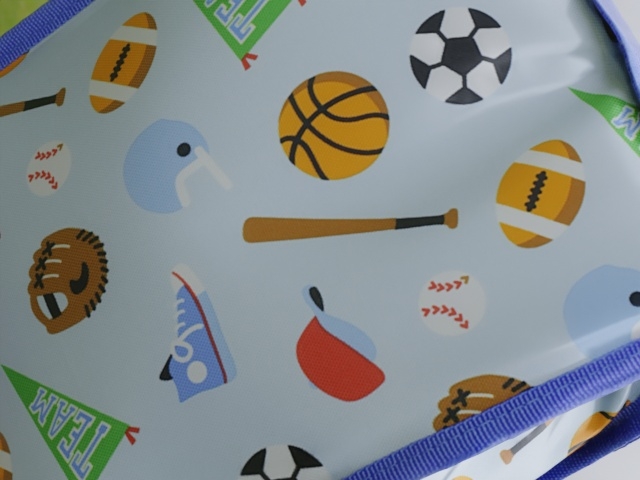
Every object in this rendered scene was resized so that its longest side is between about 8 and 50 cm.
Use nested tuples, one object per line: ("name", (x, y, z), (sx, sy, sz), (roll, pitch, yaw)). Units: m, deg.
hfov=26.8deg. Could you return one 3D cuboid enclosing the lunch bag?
("lunch bag", (0.000, 0.000, 0.703), (0.239, 0.385, 0.328), (12, 48, -59))
